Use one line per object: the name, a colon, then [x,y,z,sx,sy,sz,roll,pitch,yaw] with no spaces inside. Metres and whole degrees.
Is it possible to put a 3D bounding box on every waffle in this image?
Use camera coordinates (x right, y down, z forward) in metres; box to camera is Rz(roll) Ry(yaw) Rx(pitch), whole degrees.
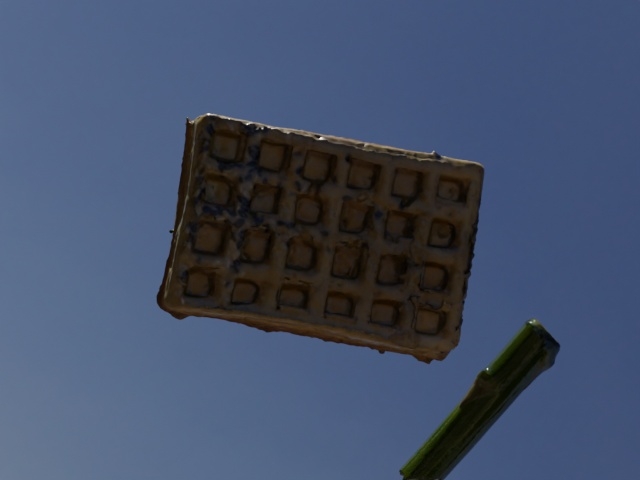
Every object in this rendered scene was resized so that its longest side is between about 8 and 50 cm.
waffle: [0.000,0.000,1.838,0.376,0.261,0.114,10,-4,-11]

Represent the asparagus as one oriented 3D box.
asparagus: [0.212,0.221,1.960,0.060,0.277,0.067,38,-2,37]
